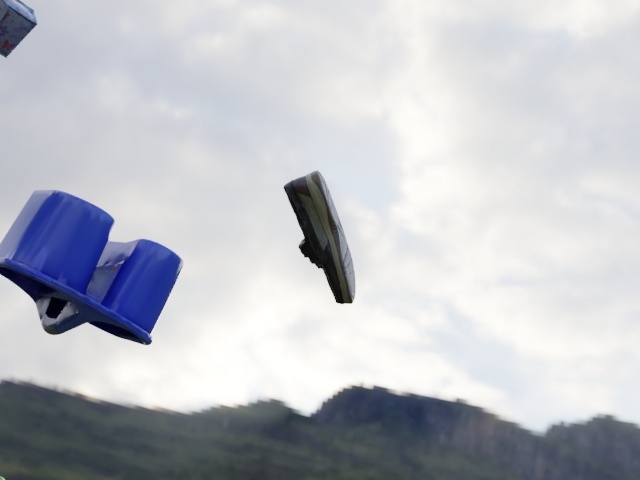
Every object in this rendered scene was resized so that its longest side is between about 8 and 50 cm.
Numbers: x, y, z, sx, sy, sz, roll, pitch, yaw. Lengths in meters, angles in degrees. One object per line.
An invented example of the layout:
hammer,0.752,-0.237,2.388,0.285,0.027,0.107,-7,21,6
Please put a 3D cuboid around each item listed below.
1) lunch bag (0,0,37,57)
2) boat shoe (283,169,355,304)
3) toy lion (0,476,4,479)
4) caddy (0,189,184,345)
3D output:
lunch bag,-0.438,-0.299,1.989,0.071,0.053,0.083,-43,-53,15
boat shoe,0.000,0.000,1.606,0.049,0.152,0.056,-14,9,13
toy lion,-0.567,0.436,2.513,0.096,0.034,0.100,9,-51,-35
caddy,-0.350,0.056,2.127,0.241,0.179,0.341,31,-11,-21
